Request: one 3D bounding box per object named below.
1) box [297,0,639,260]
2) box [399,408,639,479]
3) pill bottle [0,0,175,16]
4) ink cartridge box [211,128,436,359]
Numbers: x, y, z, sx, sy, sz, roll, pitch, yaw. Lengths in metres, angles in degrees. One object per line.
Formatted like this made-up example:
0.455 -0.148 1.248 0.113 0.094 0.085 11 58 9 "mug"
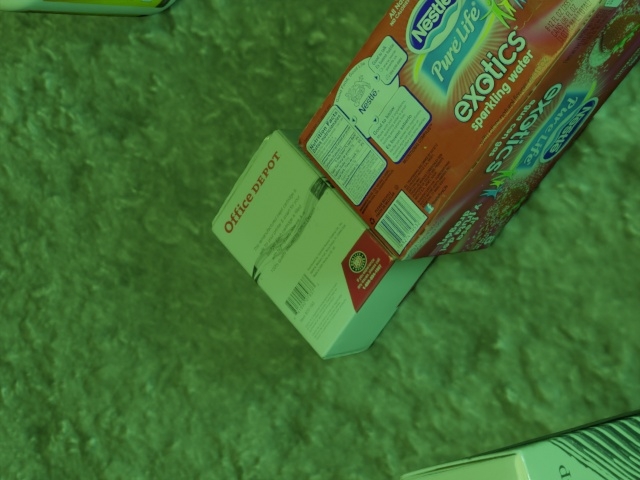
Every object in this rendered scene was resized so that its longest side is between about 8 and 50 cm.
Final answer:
0.118 -0.121 1.187 0.128 0.122 0.257 49 120 23 "box"
0.173 0.171 1.077 0.094 0.275 0.113 -19 82 37 "box"
-0.209 -0.241 1.370 0.117 0.215 0.117 4 97 37 "pill bottle"
0.000 0.000 1.328 0.150 0.063 0.109 48 121 24 "ink cartridge box"
